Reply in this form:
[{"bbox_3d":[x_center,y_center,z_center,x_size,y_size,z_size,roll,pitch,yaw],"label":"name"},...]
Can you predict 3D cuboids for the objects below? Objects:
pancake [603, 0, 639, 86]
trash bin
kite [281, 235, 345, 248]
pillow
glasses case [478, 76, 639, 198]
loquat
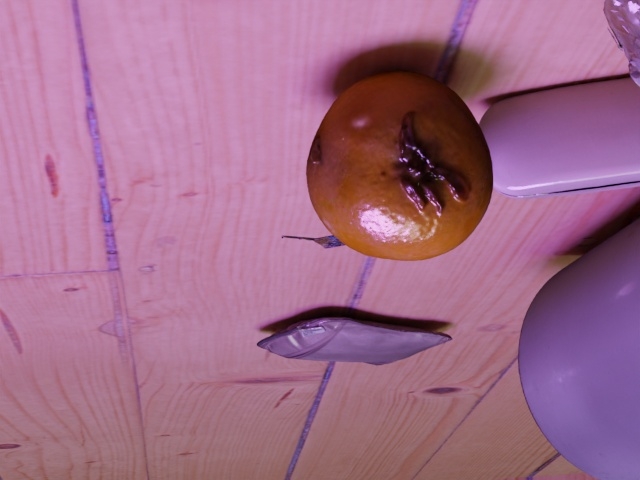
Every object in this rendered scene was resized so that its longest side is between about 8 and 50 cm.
[{"bbox_3d":[0.328,-0.089,0.880,0.387,0.082,0.387,29,168,7],"label":"pancake"},{"bbox_3d":[0.374,0.078,1.392,0.280,0.280,0.432,1,165,-17],"label":"trash bin"},{"bbox_3d":[0.004,-0.002,1.472,0.044,0.002,0.078,-19,158,38],"label":"kite"},{"bbox_3d":[0.044,0.117,1.800,0.233,0.038,0.131,9,155,-39],"label":"pillow"},{"bbox_3d":[0.220,-0.079,1.161,0.204,0.081,0.051,-6,164,8],"label":"glasses case"},{"bbox_3d":[0.055,-0.053,1.104,0.141,0.141,0.141,-5,163,-1],"label":"loquat"}]
